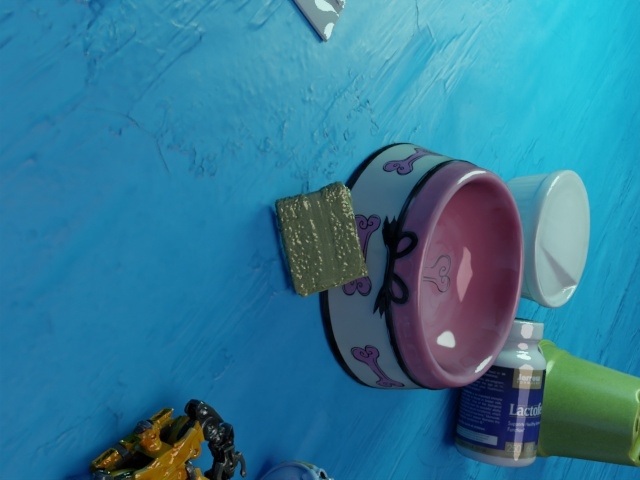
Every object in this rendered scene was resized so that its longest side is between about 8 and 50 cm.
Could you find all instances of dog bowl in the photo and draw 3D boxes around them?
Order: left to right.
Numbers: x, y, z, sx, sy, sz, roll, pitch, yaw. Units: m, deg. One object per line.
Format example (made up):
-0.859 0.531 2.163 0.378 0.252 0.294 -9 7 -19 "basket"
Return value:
0.185 0.051 1.204 0.408 0.150 0.408 -11 105 -49 "dog bowl"

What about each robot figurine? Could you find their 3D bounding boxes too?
-0.172 0.324 0.863 0.211 0.085 0.291 -33 121 -43 "robot figurine"

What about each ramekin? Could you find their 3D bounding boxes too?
0.425 -0.007 1.503 0.273 0.127 0.273 -10 103 -50 "ramekin"

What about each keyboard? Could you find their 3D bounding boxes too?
-0.043 -0.369 0.975 0.256 0.014 0.072 45 67 -44 "keyboard"

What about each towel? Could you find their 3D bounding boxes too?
0.000 0.000 1.027 0.110 0.027 0.148 -17 111 -7 "towel"

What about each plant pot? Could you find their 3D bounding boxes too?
0.589 0.375 1.659 0.276 0.254 0.276 -10 103 -50 "plant pot"

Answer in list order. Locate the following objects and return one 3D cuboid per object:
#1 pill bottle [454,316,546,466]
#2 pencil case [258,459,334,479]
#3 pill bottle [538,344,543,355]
0.342 0.276 1.425 0.153 0.153 0.265 6 90 -51 "pill bottle"
0.007 0.414 1.069 0.124 0.113 0.273 -44 131 -11 "pencil case"
0.406 0.250 1.564 0.120 0.067 0.067 -16 107 -48 "pill bottle"
